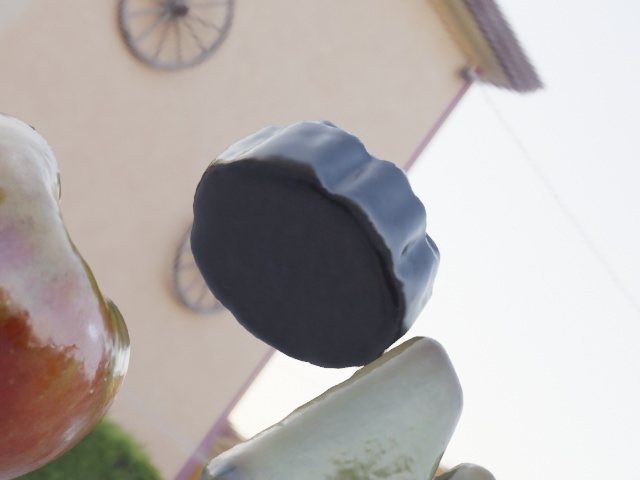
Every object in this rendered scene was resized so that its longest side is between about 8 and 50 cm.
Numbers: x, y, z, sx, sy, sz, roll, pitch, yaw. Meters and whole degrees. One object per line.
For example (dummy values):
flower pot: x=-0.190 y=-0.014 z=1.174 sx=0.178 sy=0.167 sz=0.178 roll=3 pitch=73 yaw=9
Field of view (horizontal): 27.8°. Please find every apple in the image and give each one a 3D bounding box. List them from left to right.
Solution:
apple: x=-0.288 y=0.052 z=0.926 sx=0.163 sy=0.251 sz=0.292 roll=-44 pitch=112 yaw=-80

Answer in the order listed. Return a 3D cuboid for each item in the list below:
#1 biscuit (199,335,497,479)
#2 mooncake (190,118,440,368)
biscuit: x=0.043 y=0.246 z=1.188 sx=0.062 sy=0.291 sz=0.236 roll=-2 pitch=-69 yaw=56
mooncake: x=0.000 y=0.000 z=1.407 sx=0.283 sy=0.141 sz=0.283 roll=22 pitch=-45 yaw=25
